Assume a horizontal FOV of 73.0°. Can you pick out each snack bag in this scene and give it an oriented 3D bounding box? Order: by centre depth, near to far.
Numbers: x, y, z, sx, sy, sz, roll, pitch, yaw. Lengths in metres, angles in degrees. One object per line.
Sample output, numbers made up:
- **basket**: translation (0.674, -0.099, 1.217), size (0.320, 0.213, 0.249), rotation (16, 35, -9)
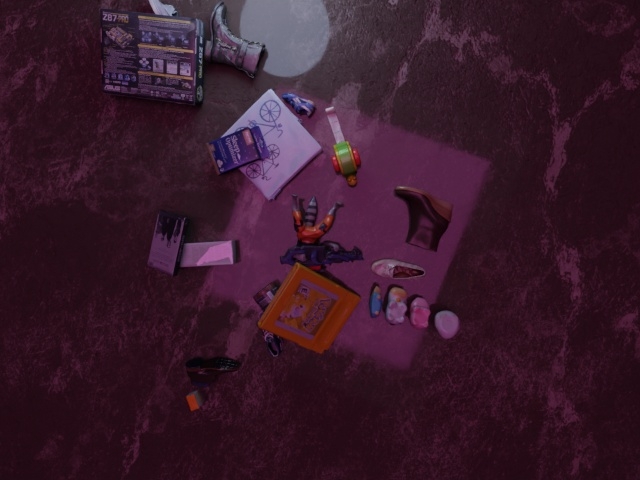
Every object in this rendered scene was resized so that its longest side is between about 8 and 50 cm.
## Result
- **snack bag**: translation (-0.203, -0.385, 1.755), size (0.323, 0.037, 0.342), rotation (-44, 88, 5)

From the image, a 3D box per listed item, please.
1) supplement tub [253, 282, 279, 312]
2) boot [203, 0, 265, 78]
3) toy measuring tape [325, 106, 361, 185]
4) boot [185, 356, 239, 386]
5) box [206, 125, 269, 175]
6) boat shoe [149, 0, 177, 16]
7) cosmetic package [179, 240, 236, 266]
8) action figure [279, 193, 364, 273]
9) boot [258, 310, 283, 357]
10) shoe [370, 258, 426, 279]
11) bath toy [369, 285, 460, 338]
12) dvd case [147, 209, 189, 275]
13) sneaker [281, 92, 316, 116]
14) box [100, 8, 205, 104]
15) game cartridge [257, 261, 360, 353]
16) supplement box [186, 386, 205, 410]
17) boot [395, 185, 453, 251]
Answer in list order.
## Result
- **supplement tub**: translation (-0.174, 0.274, 1.742), size (0.106, 0.106, 0.198), rotation (-37, 90, 5)
- **boot**: translation (-0.332, -0.799, 1.735), size (0.229, 0.091, 0.262), rotation (13, 97, -1)
- **toy measuring tape**: translation (0.082, -0.374, 1.694), size (0.121, 0.121, 0.330), rotation (-17, 91, 5)
- **boot**: translation (-0.445, 0.550, 1.802), size (0.219, 0.082, 0.106), rotation (2, 114, 0)
- **box**: translation (-0.331, -0.363, 1.733), size (0.225, 0.036, 0.136), rotation (-21, 90, 5)
- **boat shoe**: translation (-0.614, -0.904, 1.754), size (0.081, 0.079, 0.227), rotation (-30, 96, -1)
- **cosmetic package**: translation (-0.470, 0.054, 1.779), size (0.239, 0.060, 0.098), rotation (-3, 92, 5)
- **action figure**: translation (0.000, 0.000, 1.721), size (0.342, 0.178, 0.330), rotation (7, 100, -21)
- **boot**: translation (-0.203, 0.377, 1.756), size (0.069, 0.086, 0.190), rotation (-26, 90, 5)
- **shoe**: translation (0.311, 0.117, 1.720), size (0.219, 0.058, 0.076), rotation (6, 92, 4)
- **bath toy**: translation (0.365, 0.282, 1.691), size (0.348, 0.129, 0.151), rotation (17, 74, 3)
- **dvd case**: translation (-0.623, 0.008, 1.763), size (0.179, 0.030, 0.238), rotation (16, 94, 35)
- **sneaker**: translation (-0.093, -0.546, 1.732), size (0.144, 0.053, 0.059), rotation (23, 96, 4)
- **box**: translation (-0.666, -0.722, 1.716), size (0.395, 0.097, 0.318), rotation (8, 109, 5)
- **game cartridge**: translation (-0.037, 0.274, 1.683), size (0.324, 0.053, 0.285), rotation (30, 95, -26)
- **supplement box**: translation (-0.514, 0.651, 1.784), size (0.036, 0.098, 0.062), rotation (-21, 89, 1)
- **boot**: translation (0.381, -0.086, 1.691), size (0.249, 0.090, 0.206), rotation (22, 92, 0)
